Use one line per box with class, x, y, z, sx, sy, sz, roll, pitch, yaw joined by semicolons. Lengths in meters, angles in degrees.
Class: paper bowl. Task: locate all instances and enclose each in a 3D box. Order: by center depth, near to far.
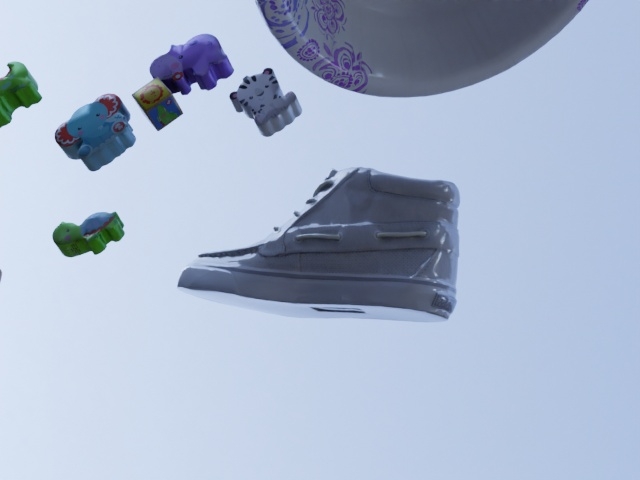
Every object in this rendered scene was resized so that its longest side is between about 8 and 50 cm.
paper bowl;0.074;-0.258;0.850;0.284;0.148;0.284;-9;-42;-8

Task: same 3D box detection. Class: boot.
boot;0.000;0.000;0.988;0.258;0.095;0.124;2;-104;24

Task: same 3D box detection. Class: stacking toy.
stacking toy;-0.123;-0.098;0.781;0.052;0.221;0.167;47;-11;35

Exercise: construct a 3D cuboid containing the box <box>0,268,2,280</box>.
box;-0.378;0.141;0.760;0.215;0.345;0.168;32;-48;-31
